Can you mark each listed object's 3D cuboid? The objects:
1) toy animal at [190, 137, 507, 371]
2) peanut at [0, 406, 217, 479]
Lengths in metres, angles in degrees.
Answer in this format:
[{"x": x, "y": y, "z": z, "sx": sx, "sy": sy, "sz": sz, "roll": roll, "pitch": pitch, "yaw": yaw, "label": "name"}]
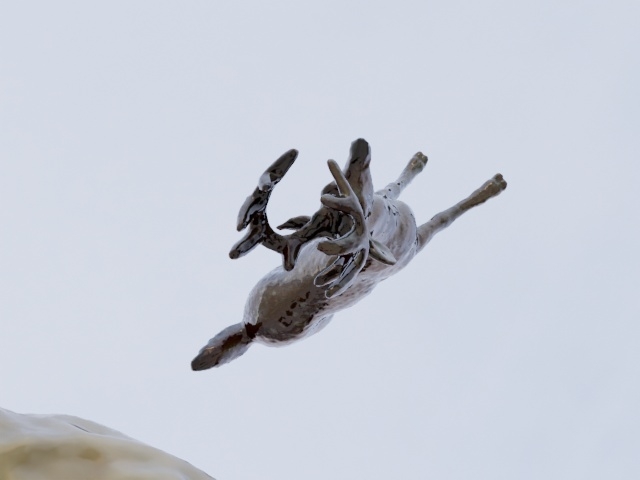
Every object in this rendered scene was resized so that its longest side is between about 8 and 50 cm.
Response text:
[{"x": 0.014, "y": 0.013, "z": 1.284, "sx": 0.087, "sy": 0.260, "sz": 0.243, "roll": 44, "pitch": -50, "yaw": 12, "label": "toy animal"}, {"x": -0.043, "y": 0.163, "z": 0.652, "sx": 0.325, "sy": 0.153, "sz": 0.140, "roll": 41, "pitch": -103, "yaw": -9, "label": "peanut"}]
